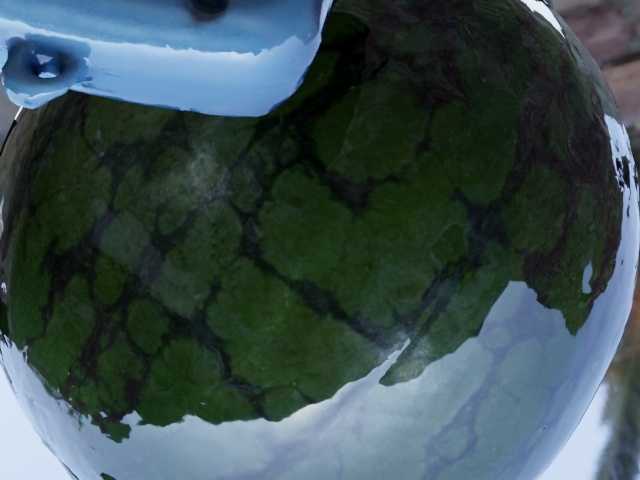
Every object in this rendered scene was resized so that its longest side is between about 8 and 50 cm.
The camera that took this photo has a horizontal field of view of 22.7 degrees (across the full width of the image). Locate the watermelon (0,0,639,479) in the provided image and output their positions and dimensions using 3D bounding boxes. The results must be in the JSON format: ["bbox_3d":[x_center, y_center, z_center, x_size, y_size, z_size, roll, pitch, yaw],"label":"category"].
[{"bbox_3d":[0.000,0.000,0.840,0.363,0.363,0.363,-16,-156,8],"label":"watermelon"}]

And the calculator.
[{"bbox_3d":[-0.051,-0.156,0.577,0.173,0.051,0.293,15,-126,5],"label":"calculator"}]
